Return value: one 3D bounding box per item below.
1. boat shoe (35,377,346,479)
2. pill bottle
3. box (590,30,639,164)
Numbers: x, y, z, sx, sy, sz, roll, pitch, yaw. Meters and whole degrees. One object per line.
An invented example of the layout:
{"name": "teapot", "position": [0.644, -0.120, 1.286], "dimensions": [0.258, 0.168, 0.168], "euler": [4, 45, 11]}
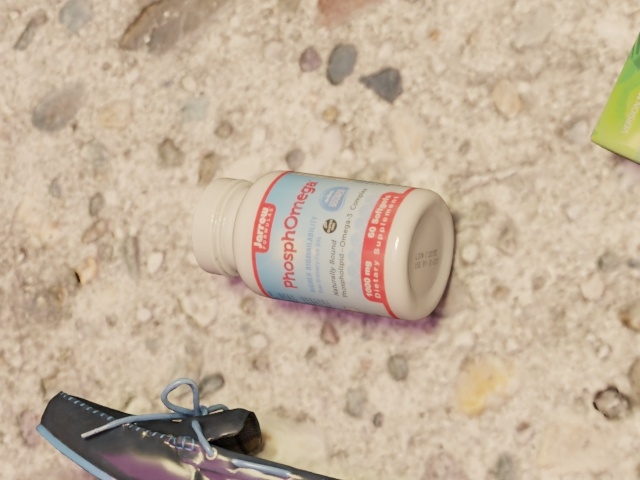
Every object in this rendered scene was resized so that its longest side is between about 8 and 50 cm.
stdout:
{"name": "boat shoe", "position": [-0.061, 0.151, 1.249], "dimensions": [0.258, 0.109, 0.089], "euler": [23, 86, 10]}
{"name": "pill bottle", "position": [0.000, 0.000, 1.233], "dimensions": [0.160, 0.087, 0.087], "euler": [8, 86, 26]}
{"name": "box", "position": [0.348, -0.099, 1.096], "dimensions": [0.322, 0.058, 0.232], "euler": [26, 94, 27]}
